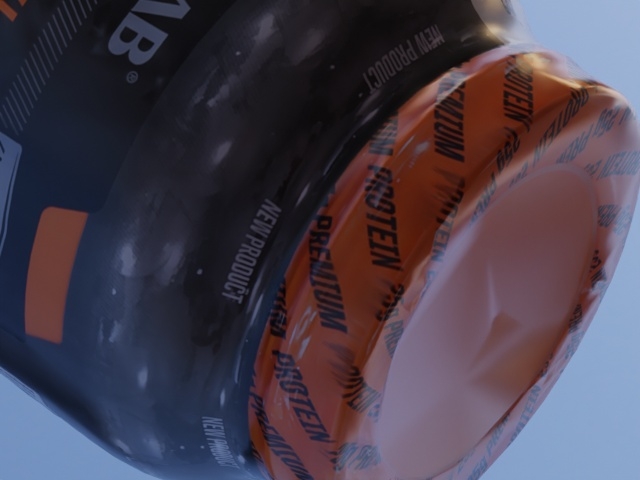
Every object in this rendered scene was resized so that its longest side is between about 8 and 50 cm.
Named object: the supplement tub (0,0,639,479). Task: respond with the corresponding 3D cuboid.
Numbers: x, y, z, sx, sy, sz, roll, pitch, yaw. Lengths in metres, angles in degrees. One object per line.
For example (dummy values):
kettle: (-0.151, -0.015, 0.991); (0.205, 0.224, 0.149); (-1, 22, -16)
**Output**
supplement tub: (-0.072, -0.053, 0.673); (0.338, 0.207, 0.207); (31, -134, 26)
